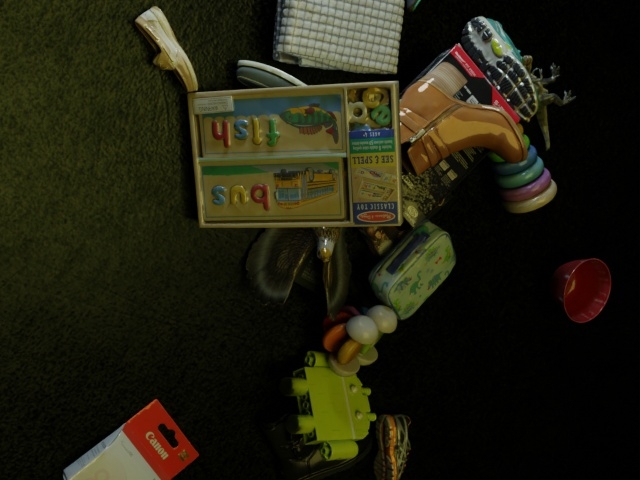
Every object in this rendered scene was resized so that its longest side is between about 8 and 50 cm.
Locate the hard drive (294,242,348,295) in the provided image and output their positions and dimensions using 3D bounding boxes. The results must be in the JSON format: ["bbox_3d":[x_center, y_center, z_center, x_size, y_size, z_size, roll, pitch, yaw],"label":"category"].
[{"bbox_3d":[-0.005,0.045,1.696,0.094,0.022,0.135,31,86,-32],"label":"hard drive"}]

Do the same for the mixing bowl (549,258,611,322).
[{"bbox_3d":[0.702,0.127,2.080,0.182,0.098,0.181,-8,106,-29],"label":"mixing bowl"}]

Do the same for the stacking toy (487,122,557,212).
[{"bbox_3d":[0.460,-0.236,1.837,0.141,0.141,0.330,-35,113,-18],"label":"stacking toy"}]

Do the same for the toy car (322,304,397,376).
[{"bbox_3d":[0.075,0.210,1.720,0.182,0.136,0.159,-20,144,-50],"label":"toy car"}]

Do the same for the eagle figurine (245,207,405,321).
[{"bbox_3d":[-0.003,0.005,1.595,0.225,0.226,0.298,-31,155,-56],"label":"eagle figurine"}]

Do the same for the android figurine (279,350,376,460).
[{"bbox_3d":[0.026,0.374,1.712,0.273,0.056,0.248,14,57,-43],"label":"android figurine"}]

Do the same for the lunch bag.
[{"bbox_3d":[0.217,0.066,1.763,0.219,0.090,0.176,-47,145,-9],"label":"lunch bag"}]

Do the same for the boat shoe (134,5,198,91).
[{"bbox_3d":[-0.291,-0.349,1.413,0.059,0.063,0.170,-33,107,-16],"label":"boat shoe"}]

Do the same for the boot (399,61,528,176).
[{"bbox_3d":[0.276,-0.210,1.568,0.283,0.109,0.220,45,75,-9],"label":"boot"}]

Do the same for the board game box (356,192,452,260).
[{"bbox_3d":[0.187,-0.088,1.750,0.243,0.042,0.165,-42,127,-14],"label":"board game box"}]

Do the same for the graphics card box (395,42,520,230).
[{"bbox_3d":[0.239,-0.226,1.665,0.371,0.094,0.233,-46,102,-15],"label":"graphics card box"}]

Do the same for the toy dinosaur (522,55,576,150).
[{"bbox_3d":[0.571,-0.370,1.904,0.118,0.064,0.268,-34,119,-6],"label":"toy dinosaur"}]

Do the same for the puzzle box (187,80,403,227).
[{"bbox_3d":[-0.049,-0.158,1.444,0.409,0.052,0.271,-1,102,14],"label":"puzzle box"}]

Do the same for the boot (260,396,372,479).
[{"bbox_3d":[-0.005,0.446,1.755,0.247,0.094,0.207,-22,117,-17],"label":"boot"}]

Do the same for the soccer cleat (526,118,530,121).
[{"bbox_3d":[0.502,-0.332,1.892,0.036,0.029,0.083,-33,114,-9],"label":"soccer cleat"}]

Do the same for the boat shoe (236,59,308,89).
[{"bbox_3d":[-0.038,-0.251,1.505,0.320,0.116,0.099,29,89,-8],"label":"boat shoe"}]

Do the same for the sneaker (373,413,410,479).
[{"bbox_3d":[0.189,0.538,1.901,0.083,0.084,0.214,-6,104,-34],"label":"sneaker"}]

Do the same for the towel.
[{"bbox_3d":[0.033,-0.466,1.537,0.284,0.121,0.234,0,104,-32],"label":"towel"}]

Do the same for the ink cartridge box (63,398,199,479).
[{"bbox_3d":[-0.385,0.476,1.569,0.232,0.066,0.189,-35,117,-13],"label":"ink cartridge box"}]

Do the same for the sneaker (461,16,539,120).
[{"bbox_3d":[0.435,-0.405,1.735,0.110,0.107,0.275,-12,71,-38],"label":"sneaker"}]

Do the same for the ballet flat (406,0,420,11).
[{"bbox_3d":[0.233,-0.599,1.651,0.074,0.074,0.203,37,89,-32],"label":"ballet flat"}]
